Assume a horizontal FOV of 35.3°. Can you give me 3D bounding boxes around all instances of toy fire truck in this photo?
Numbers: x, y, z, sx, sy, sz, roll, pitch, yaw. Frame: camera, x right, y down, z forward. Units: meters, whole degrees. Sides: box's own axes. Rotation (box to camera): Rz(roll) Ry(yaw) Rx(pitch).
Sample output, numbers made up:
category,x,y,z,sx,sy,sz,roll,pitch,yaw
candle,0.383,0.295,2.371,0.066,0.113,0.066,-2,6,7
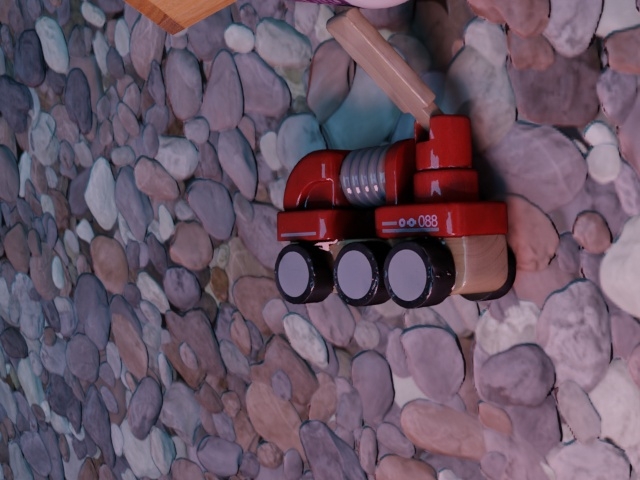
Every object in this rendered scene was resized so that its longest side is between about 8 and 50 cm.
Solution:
category,x,y,z,sx,sy,sz,roll,pitch,yaw
toy fire truck,0.047,-0.066,0.899,0.217,0.158,0.246,-2,90,47

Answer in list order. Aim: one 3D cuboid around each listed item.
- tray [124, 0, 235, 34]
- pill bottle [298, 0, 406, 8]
category,x,y,z,sx,sy,sz,roll,pitch,yaw
tray,-0.060,-0.377,0.775,0.203,0.076,0.410,-21,59,29
pill bottle,0.008,-0.283,0.840,0.302,0.169,0.169,19,115,41
